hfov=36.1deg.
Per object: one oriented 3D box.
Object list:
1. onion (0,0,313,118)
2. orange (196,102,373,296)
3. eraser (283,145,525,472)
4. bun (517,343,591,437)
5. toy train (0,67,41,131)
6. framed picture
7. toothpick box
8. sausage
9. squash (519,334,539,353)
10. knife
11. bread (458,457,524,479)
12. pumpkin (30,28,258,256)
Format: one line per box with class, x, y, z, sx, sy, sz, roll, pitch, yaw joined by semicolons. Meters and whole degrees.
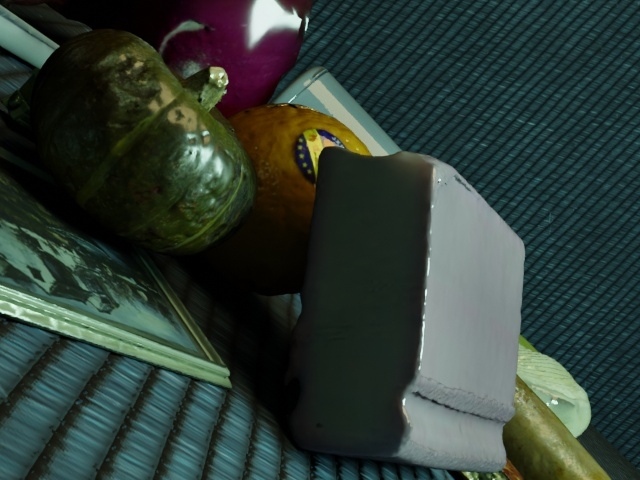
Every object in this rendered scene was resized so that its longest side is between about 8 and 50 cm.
onion;-0.229;-0.345;1.300;0.420;0.398;0.398;16;20;-26
orange;-0.042;-0.040;1.034;0.219;0.219;0.193;17;61;-75
eraser;0.103;0.083;0.965;0.122;0.272;0.359;4;-13;24
bun;0.309;0.250;1.560;0.239;0.141;0.239;21;16;-6
toy train;-0.249;-0.119;0.920;0.038;0.056;0.093;48;7;37
framed picture;-0.194;-0.002;0.724;0.232;0.019;0.296;49;9;31
toothpick box;0.042;-0.143;1.916;0.355;0.263;0.263;46;7;-1
sausage;0.254;0.245;1.376;0.501;0.123;0.136;51;-22;32
squash;0.392;0.262;2.054;0.132;0.132;0.247;36;10;-48
knife;-0.350;-0.236;1.088;0.073;0.041;0.265;36;2;29
bread;0.190;0.271;1.188;0.136;0.054;0.154;44;2;-16
pumpkin;-0.143;-0.093;0.832;0.219;0.162;0.219;46;7;-7
